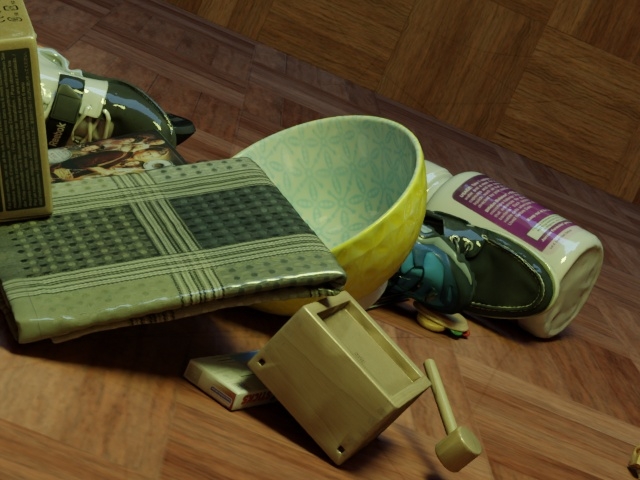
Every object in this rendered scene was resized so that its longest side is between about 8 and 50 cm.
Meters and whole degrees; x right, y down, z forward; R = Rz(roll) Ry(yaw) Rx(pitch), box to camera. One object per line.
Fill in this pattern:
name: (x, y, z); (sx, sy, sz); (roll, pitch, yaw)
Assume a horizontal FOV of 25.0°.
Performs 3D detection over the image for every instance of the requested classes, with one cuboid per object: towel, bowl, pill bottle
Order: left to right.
towel: (-0.171, 0.009, 1.415); (0.324, 0.056, 0.312); (-8, 27, -18)
bowl: (0.000, 0.000, 1.662); (0.289, 0.289, 0.156); (44, -20, 54)
pill bottle: (0.245, 0.002, 2.105); (0.301, 0.169, 0.169); (32, 16, 28)

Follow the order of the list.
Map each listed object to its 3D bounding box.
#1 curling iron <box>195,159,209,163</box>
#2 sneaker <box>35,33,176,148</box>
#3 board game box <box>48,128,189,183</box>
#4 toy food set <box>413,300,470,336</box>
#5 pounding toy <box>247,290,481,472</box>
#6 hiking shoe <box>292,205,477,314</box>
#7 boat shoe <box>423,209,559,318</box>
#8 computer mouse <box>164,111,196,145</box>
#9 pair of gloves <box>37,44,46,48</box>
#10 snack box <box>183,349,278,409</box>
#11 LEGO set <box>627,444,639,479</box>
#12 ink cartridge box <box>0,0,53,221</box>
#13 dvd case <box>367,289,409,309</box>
curling iron: (-0.128, -0.089, 1.963); (0.068, 0.035, 0.274); (22, -2, -11)
sneaker: (-0.353, -0.171, 1.907); (0.330, 0.122, 0.146); (27, 32, 9)
board game box: (-0.224, -0.054, 1.645); (0.165, 0.042, 0.243); (-13, 29, -21)
toy food set: (0.158, 0.102, 1.895); (0.082, 0.020, 0.083); (19, 14, -21)
pounding toy: (0.052, 0.156, 1.382); (0.206, 0.094, 0.181); (47, 17, 10)
hiking shoe: (0.052, 0.021, 1.830); (0.304, 0.113, 0.132); (31, 48, -2)
boat shoe: (0.157, 0.022, 1.975); (0.340, 0.127, 0.113); (28, 15, 21)
computer mouse: (-0.290, -0.176, 2.113); (0.262, 0.060, 0.184); (16, 15, 16)
pair of gloves: (-0.474, -0.315, 2.415); (0.074, 0.010, 0.083); (27, 17, 7)
snack box: (-0.057, 0.133, 1.411); (0.064, 0.022, 0.178); (31, 15, 26)
LEGO set: (0.498, 0.280, 1.617); (0.287, 0.107, 0.132); (33, 16, 31)
ink cartridge box: (-0.333, -0.155, 1.453); (0.088, 0.193, 0.235); (-8, 30, -16)
dvd case: (0.013, 0.042, 1.882); (0.164, 0.018, 0.221); (30, 14, 20)
